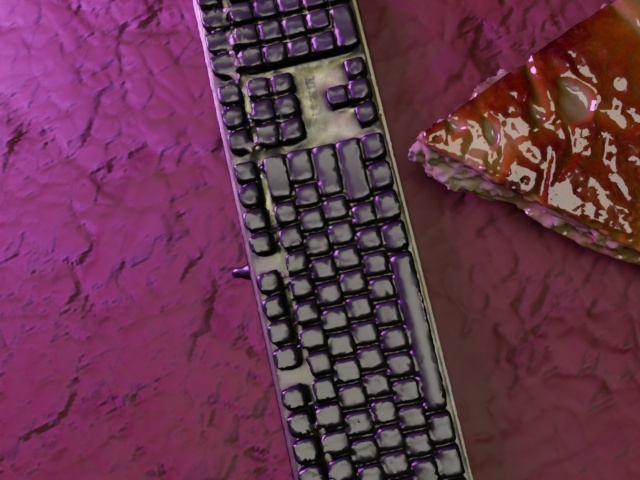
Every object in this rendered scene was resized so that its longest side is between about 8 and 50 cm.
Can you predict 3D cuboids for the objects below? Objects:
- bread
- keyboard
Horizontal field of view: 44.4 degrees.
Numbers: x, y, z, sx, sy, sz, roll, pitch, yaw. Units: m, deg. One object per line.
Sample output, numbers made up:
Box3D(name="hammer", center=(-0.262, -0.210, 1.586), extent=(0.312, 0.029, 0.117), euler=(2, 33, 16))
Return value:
Box3D(name="bread", center=(0.139, -0.069, 0.414), extent=(0.154, 0.054, 0.136), euler=(23, 85, 2))
Box3D(name="keyboard", center=(0.000, 0.000, 0.428), extent=(0.106, 0.027, 0.317), euler=(-14, 81, 2))
